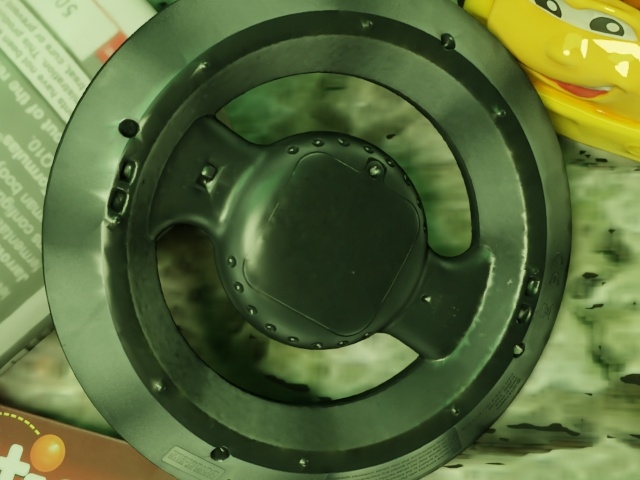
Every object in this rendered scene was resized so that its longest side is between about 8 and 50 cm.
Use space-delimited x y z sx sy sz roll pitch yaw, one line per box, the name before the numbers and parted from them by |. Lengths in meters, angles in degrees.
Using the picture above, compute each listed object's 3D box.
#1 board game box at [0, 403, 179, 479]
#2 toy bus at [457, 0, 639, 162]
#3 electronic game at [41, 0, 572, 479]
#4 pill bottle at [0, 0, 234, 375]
board game box | -0.192 0.143 0.612 0.281 0.027 0.145 12 74 19
toy bus | 0.145 -0.167 0.525 0.149 0.211 0.220 27 82 20
electronic game | 0.000 0.000 0.535 0.229 0.048 0.229 -2 96 -17
pill bottle | -0.189 -0.005 0.569 0.283 0.161 0.161 -41 66 -10
